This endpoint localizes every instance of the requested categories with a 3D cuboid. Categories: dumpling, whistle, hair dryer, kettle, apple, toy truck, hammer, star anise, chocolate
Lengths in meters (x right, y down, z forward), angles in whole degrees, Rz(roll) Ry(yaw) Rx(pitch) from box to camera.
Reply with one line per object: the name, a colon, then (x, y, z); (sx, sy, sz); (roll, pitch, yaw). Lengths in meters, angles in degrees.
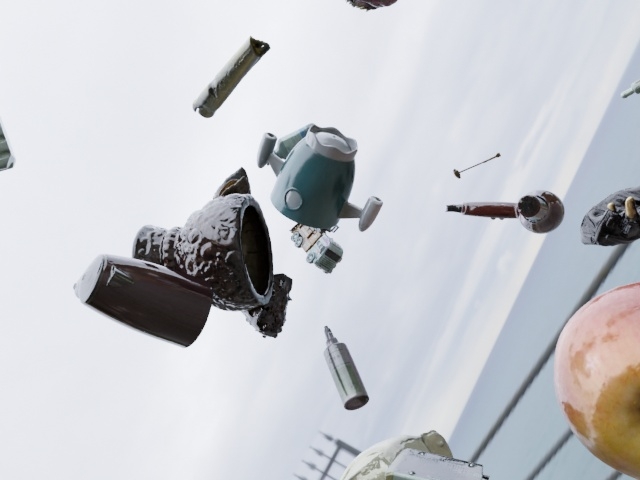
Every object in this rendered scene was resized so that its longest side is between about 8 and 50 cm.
dumpling: (0.212, 0.646, 1.698); (0.395, 0.316, 0.233); (-22, -12, -44)
whistle: (-0.243, -0.434, 1.832); (0.067, 0.057, 0.326); (8, -29, -37)
hair dryer: (0.494, -0.088, 1.924); (0.312, 0.340, 0.123); (4, -91, -59)
kettle: (-0.356, 0.109, 1.351); (0.202, 0.232, 0.144); (-15, 56, 55)
apple: (0.597, 0.256, 1.214); (0.364, 0.363, 0.364); (-55, -18, -29)
toy truck: (0.001, 0.001, 1.834); (0.080, 0.178, 0.115); (34, -78, -37)
hammer: (0.372, -0.179, 1.631); (0.123, 0.029, 0.014); (-23, 23, 33)
star anise: (-0.326, -0.099, 2.338); (0.331, 0.117, 0.332); (-45, 24, 26)
chocolate: (-0.127, 0.178, 1.707); (0.156, 0.133, 0.156); (-16, -35, -11)

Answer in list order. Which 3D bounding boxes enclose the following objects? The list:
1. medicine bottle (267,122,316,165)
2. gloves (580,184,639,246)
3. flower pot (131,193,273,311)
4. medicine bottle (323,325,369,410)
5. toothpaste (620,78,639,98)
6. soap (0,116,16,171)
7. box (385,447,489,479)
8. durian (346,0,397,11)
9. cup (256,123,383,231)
medicine bottle: (-0.095, -0.315, 2.312); (0.208, 0.090, 0.054); (-27, 10, -2)
gloves: (0.670, -0.054, 1.487); (0.164, 0.124, 0.203); (-47, 15, -11)
flower pot: (-0.268, 0.039, 1.570); (0.266, 0.267, 0.267); (-8, -90, -80)
medicine bottle: (0.042, 0.257, 1.439); (0.057, 0.199, 0.058); (-13, -41, -12)
toothpaste: (0.974, -0.478, 1.945); (0.255, 0.037, 0.067); (-32, 2, 33)
soap: (-0.732, -0.178, 1.385); (0.066, 0.198, 0.119); (-166, 58, -72)
box: (0.254, 0.502, 1.463); (0.270, 0.210, 0.045); (24, -105, -73)
durian: (0.114, -0.551, 1.467); (0.186, 0.119, 0.108); (-32, -24, -1)
cup: (-0.001, -0.139, 1.413); (0.167, 0.299, 0.173); (-31, -31, -58)
